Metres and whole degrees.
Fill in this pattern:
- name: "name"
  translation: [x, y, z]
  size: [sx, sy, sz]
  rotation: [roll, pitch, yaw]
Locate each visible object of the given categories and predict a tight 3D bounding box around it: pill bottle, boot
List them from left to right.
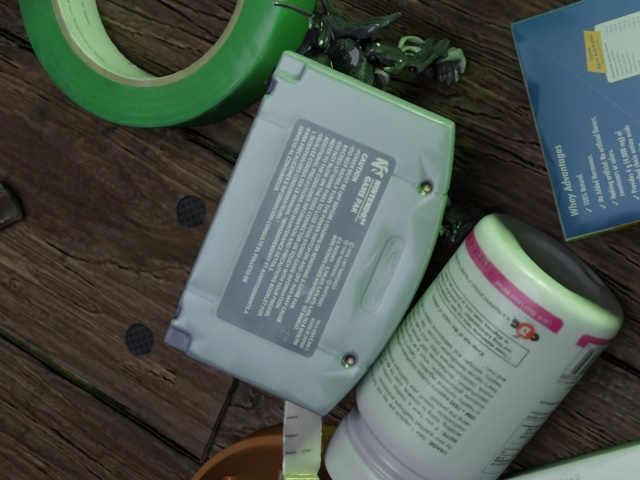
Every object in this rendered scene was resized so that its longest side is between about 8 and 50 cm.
- name: "boot"
  translation: [-0.394, -0.045, 1.826]
  size: [0.114, 0.037, 0.106]
  rotation: [-35, 92, 27]
- name: "pill bottle"
  translation: [0.134, 0.129, 1.509]
  size: [0.160, 0.160, 0.283]
  rotation: [42, 110, 18]

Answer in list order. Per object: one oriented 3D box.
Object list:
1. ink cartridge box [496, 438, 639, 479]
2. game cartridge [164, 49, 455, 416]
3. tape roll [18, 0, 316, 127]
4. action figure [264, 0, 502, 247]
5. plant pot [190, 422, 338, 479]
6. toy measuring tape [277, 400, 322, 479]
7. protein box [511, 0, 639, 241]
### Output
- name: "ink cartridge box"
  translation: [0.314, 0.301, 1.489]
  size: [0.275, 0.060, 0.239]
  rotation: [-19, 86, 25]
- name: "game cartridge"
  translation: [0.000, 0.000, 1.476]
  size: [0.196, 0.060, 0.294]
  rotation: [25, 101, 7]
- name: "tape roll"
  translation: [-0.160, -0.276, 1.673]
  size: [0.321, 0.077, 0.321]
  rotation: [2, 95, 27]
- name: "action figure"
  translation: [0.055, -0.122, 1.546]
  size: [0.164, 0.141, 0.275]
  rotation: [-23, 99, 28]
- name: "plant pot"
  translation: [-0.050, 0.335, 1.591]
  size: [0.291, 0.203, 0.291]
  rotation: [2, 94, 25]
- name: "toy measuring tape"
  translation: [-0.035, 0.087, 1.596]
  size: [0.121, 0.121, 0.330]
  rotation: [-9, 74, 26]
- name: "protein box"
  translation: [0.301, -0.122, 1.423]
  size: [0.201, 0.136, 0.200]
  rotation: [-16, 87, 26]
